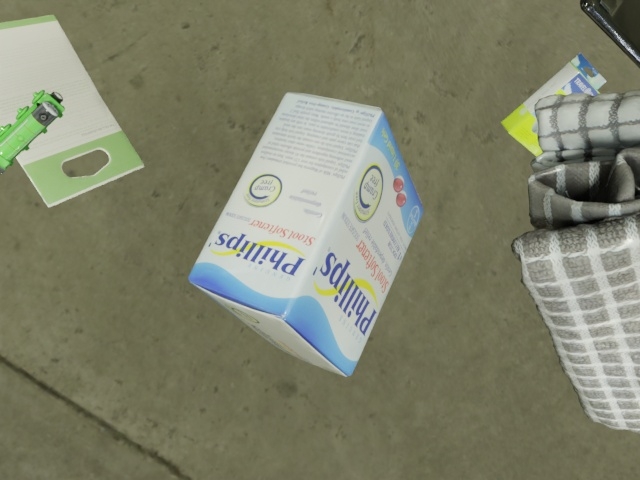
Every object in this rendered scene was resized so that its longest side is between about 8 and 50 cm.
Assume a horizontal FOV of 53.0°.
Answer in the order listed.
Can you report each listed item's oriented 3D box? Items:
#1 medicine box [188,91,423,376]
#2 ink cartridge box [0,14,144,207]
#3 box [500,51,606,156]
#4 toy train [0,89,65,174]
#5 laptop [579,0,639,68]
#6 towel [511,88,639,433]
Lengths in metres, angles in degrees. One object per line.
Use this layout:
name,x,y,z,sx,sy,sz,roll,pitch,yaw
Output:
medicine box,0.000,0.000,0.872,0.149,0.289,0.263,16,161,27
ink cartridge box,-0.357,-0.164,0.824,0.056,0.171,0.235,-22,100,38
box,0.435,-0.245,1.178,0.109,0.042,0.178,26,123,-37
toy train,-0.162,-0.044,0.326,0.083,0.023,0.017,-41,120,8
laptop,0.483,-0.474,1.119,0.382,0.236,0.408,20,80,-38
towel,0.255,0.044,0.368,0.235,0.121,0.283,8,149,40
